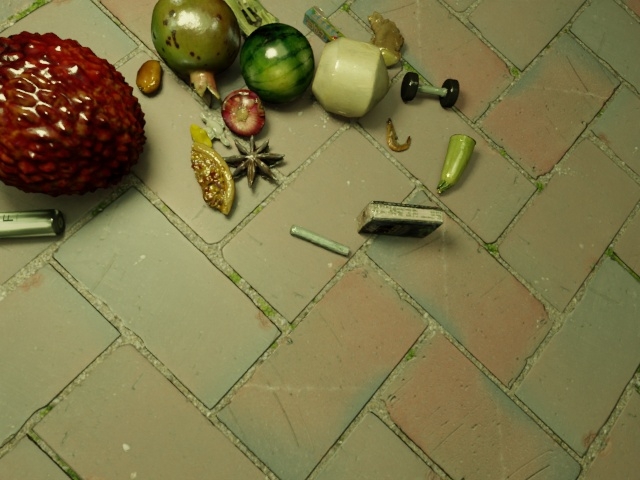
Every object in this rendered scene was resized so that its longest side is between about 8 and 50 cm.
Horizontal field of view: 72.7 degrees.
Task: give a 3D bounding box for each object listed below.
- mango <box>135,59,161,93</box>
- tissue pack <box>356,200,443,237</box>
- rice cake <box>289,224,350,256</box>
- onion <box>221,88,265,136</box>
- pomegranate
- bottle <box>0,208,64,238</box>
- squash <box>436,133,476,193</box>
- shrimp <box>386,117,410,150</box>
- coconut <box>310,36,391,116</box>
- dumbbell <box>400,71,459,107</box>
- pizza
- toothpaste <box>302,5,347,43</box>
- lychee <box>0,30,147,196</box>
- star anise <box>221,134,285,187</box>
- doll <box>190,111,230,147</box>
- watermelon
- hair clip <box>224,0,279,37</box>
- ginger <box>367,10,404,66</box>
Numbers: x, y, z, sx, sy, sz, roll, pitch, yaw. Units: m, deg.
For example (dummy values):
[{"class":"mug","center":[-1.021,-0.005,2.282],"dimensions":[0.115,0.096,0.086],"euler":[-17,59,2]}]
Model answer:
[{"class":"mango","center":[-0.550,-0.528,1.403],"dimensions":[0.077,0.063,0.127],"euler":[9,70,-3]},{"class":"tissue pack","center":[0.248,-0.064,1.381],"dimensions":[0.235,0.173,0.073],"euler":[4,75,-10]},{"class":"rice cake","center":[0.000,0.001,1.393],"dimensions":[0.207,0.033,0.033],"euler":[23,72,-5]},{"class":"onion","center":[-0.242,-0.421,1.422],"dimensions":[0.150,0.140,0.150],"euler":[3,117,7]},{"class":"pomegranate","center":[-0.399,-0.603,1.359],"dimensions":[0.290,0.291,0.323],"euler":[14,105,-7]},{"class":"bottle","center":[-0.868,-0.049,1.226],"dimensions":[0.253,0.080,0.096],"euler":[-5,40,-12]},{"class":"squash","center":[0.459,-0.259,1.519],"dimensions":[0.094,0.094,0.224],"euler":[26,80,-3]},{"class":"shrimp","center":[0.270,-0.377,1.536],"dimensions":[0.091,0.025,0.127],"euler":[-12,84,-13]},{"class":"coconut","center":[0.106,-0.527,1.432],"dimensions":[0.247,0.245,0.245],"euler":[17,74,-7]},{"class":"dumbbell","center":[0.391,-0.540,1.559],"dimensions":[0.191,0.100,0.100],"euler":[7,76,-8]},{"class":"pizza","center":[-0.334,-0.194,1.343],"dimensions":[0.127,0.058,0.246],"euler":[-14,88,11]},{"class":"toothpaste","center":[0.025,-0.753,1.557],"dimensions":[0.193,0.070,0.044],"euler":[42,72,2]},{"class":"lychee","center":[-0.715,-0.323,1.132],"dimensions":[0.499,0.424,0.425],"euler":[10,73,-37]},{"class":"star anise","center":[-0.214,-0.247,1.396],"dimensions":[0.204,0.061,0.181],"euler":[-23,77,-14]},{"class":"doll","center":[-0.361,-0.355,1.398],"dimensions":[0.113,0.071,0.135],"euler":[-14,75,-21]},{"class":"watermelon","center":[-0.137,-0.566,1.397],"dimensions":[0.242,0.242,0.242],"euler":[2,76,-10]},{"class":"hair clip","center":[-0.256,-0.795,1.510],"dimensions":[0.138,0.091,0.321],"euler":[-28,71,-7]},{"class":"ginger","center":[0.240,-0.743,1.596],"dimensions":[0.137,0.074,0.213],"euler":[4,70,-9]}]
